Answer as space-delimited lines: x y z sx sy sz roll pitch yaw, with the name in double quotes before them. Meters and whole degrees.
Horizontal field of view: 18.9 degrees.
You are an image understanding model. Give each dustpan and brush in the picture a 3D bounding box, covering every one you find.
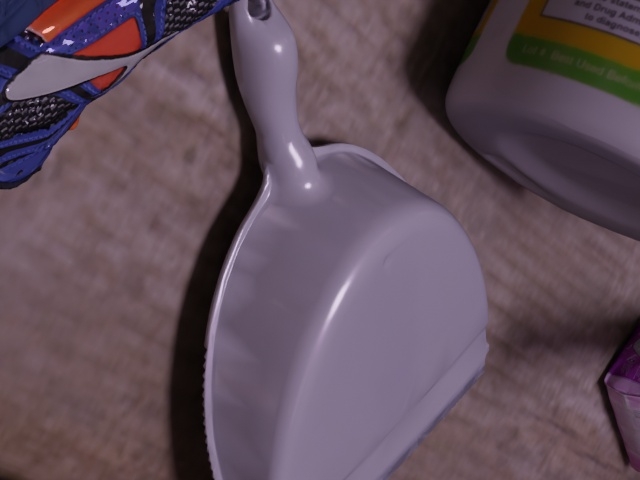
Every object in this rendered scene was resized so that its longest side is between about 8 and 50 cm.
"dustpan and brush" 0.000 0.000 0.681 0.147 0.060 0.211 -43 145 -35

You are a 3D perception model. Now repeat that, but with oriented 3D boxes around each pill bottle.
"pill bottle" 0.159 -0.128 0.748 0.136 0.136 0.246 38 76 -55

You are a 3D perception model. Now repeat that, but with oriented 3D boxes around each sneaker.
"sneaker" -0.083 -0.063 0.517 0.221 0.083 0.087 -26 141 -38

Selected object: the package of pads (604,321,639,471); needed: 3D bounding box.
"package of pads" 0.172 0.080 0.972 0.050 0.032 0.083 -54 143 -23
